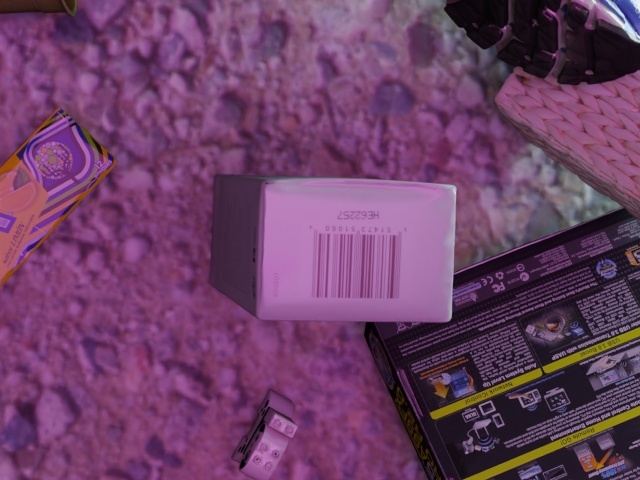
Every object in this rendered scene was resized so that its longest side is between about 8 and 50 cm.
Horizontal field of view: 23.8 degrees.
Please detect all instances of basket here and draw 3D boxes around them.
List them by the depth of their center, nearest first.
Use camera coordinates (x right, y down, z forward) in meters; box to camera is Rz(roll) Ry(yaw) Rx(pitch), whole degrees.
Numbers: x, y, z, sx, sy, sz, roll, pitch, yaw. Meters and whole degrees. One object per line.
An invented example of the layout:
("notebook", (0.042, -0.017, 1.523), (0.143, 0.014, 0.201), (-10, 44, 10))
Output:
("basket", (0.213, -0.079, 1.018), (0.167, 0.113, 0.103), (40, 94, 29))

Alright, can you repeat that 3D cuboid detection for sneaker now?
("sneaker", (0.112, -0.244, 0.973), (0.147, 0.130, 0.330), (-35, 75, -15))

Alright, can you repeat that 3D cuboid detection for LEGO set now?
("LEGO set", (-0.048, 0.226, 1.029), (0.087, 0.093, 0.227), (30, 88, -12))

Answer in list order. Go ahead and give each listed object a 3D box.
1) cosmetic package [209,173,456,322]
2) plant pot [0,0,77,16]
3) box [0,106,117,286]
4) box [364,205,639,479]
("cosmetic package", (0.000, 0.000, 0.951), (0.117, 0.231, 0.085), (2, 94, -12))
("plant pot", (-0.206, -0.177, 0.980), (0.079, 0.083, 0.083), (-13, 97, 2))
("box", (-0.210, -0.009, 0.996), (0.054, 0.059, 0.169), (43, 85, -9))
("box", (0.193, 0.100, 1.040), (0.270, 0.060, 0.216), (-21, 70, -9))
